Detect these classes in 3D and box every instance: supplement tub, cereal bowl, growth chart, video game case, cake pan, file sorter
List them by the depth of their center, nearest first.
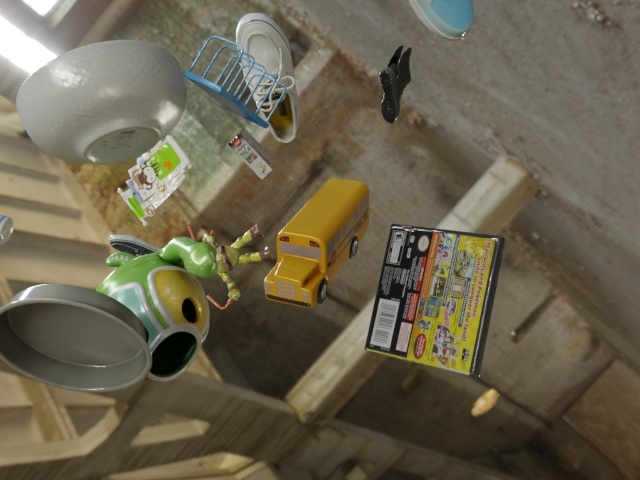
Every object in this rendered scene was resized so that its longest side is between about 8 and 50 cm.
[{"bbox_3d":[-0.449,0.179,1.312,0.293,0.293,0.054,38,-143,-31],"label":"cake pan"},{"bbox_3d":[0.226,0.113,1.448,0.248,0.275,0.035,8,172,37],"label":"video game case"},{"bbox_3d":[-0.426,-0.251,1.463,0.141,0.338,0.339,68,-168,12],"label":"cereal bowl"},{"bbox_3d":[-0.170,-0.328,1.486,0.118,0.105,0.170,29,179,35],"label":"file sorter"},{"bbox_3d":[-0.755,-0.036,1.617,0.107,0.071,0.071,19,-172,-4],"label":"supplement tub"},{"bbox_3d":[-0.464,-0.178,2.014,0.172,0.237,0.021,42,-176,20],"label":"growth chart"}]

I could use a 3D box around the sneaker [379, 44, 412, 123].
[{"bbox_3d":[0.186,-0.372,1.726,0.051,0.089,0.170,24,138,37],"label":"sneaker"}]

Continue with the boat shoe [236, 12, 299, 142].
[{"bbox_3d":[-0.130,-0.396,1.860,0.367,0.135,0.157,77,-176,-48],"label":"boat shoe"}]

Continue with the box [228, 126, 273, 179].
[{"bbox_3d":[-0.163,-0.211,1.717,0.114,0.036,0.207,47,-173,-13],"label":"box"}]

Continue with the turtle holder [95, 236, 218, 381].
[{"bbox_3d":[-0.328,0.152,1.517,0.227,0.320,0.243,43,165,44],"label":"turtle holder"}]

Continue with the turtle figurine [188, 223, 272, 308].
[{"bbox_3d":[-0.255,0.035,1.992,0.270,0.217,0.087,64,180,22],"label":"turtle figurine"}]

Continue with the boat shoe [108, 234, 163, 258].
[{"bbox_3d":[-0.475,0.048,1.894,0.183,0.083,0.065,23,150,-31],"label":"boat shoe"}]

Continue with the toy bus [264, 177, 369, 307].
[{"bbox_3d":[0.000,0.000,1.459,0.108,0.130,0.333,11,-148,19],"label":"toy bus"}]

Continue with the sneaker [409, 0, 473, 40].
[{"bbox_3d":[0.240,-0.543,1.372,0.319,0.127,0.208,66,171,-13],"label":"sneaker"}]
